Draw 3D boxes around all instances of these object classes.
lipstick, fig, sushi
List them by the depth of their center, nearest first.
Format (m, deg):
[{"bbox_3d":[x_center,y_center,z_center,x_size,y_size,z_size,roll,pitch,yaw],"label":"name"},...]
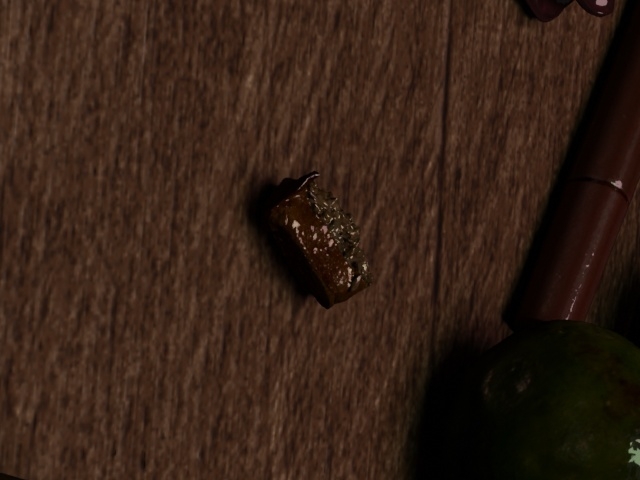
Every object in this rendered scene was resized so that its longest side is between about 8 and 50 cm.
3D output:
[{"bbox_3d":[0.000,0.000,1.255,0.055,0.052,0.120,-46,127,-19],"label":"sushi"},{"bbox_3d":[0.165,0.184,1.382,0.245,0.195,0.195,-54,135,-6],"label":"fig"},{"bbox_3d":[0.238,-0.078,1.537,0.057,0.057,0.357,47,59,-43],"label":"lipstick"}]

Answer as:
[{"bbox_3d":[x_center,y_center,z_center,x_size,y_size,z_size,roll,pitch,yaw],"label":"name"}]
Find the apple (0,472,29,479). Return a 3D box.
[{"bbox_3d":[-0.148,0.232,0.937,0.257,0.257,0.234,20,76,-51],"label":"apple"}]

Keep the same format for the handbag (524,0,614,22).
[{"bbox_3d":[0.193,-0.298,1.440,0.203,0.074,0.216,55,53,-40],"label":"handbag"}]
